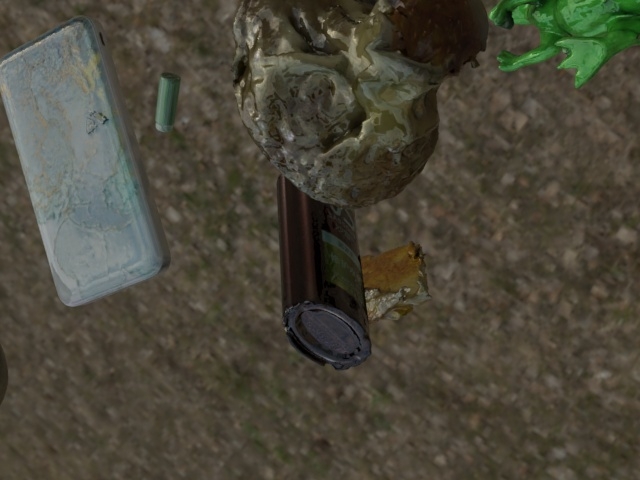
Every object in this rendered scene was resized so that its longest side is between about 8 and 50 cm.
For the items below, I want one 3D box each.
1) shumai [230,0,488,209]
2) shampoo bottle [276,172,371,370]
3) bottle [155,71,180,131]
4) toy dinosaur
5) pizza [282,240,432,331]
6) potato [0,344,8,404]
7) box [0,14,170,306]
[{"bbox_3d":[0.034,-0.128,0.860,0.153,0.161,0.209,-5,106,53],"label":"shumai"},{"bbox_3d":[0.000,0.000,1.346,0.084,0.323,0.129,-32,126,23],"label":"shampoo bottle"},{"bbox_3d":[-0.221,-0.199,1.609,0.030,0.030,0.083,24,120,24],"label":"bottle"},{"bbox_3d":[0.420,-0.311,1.306,0.500,0.374,0.143,-15,103,22],"label":"toy dinosaur"},{"bbox_3d":[0.078,0.073,1.597,0.297,0.189,0.071,-20,103,53],"label":"pizza"},{"bbox_3d":[-0.426,0.129,1.204,0.178,0.160,0.235,11,153,-9],"label":"potato"},{"bbox_3d":[-0.251,-0.082,1.171,0.142,0.044,0.285,-21,82,27],"label":"box"}]
